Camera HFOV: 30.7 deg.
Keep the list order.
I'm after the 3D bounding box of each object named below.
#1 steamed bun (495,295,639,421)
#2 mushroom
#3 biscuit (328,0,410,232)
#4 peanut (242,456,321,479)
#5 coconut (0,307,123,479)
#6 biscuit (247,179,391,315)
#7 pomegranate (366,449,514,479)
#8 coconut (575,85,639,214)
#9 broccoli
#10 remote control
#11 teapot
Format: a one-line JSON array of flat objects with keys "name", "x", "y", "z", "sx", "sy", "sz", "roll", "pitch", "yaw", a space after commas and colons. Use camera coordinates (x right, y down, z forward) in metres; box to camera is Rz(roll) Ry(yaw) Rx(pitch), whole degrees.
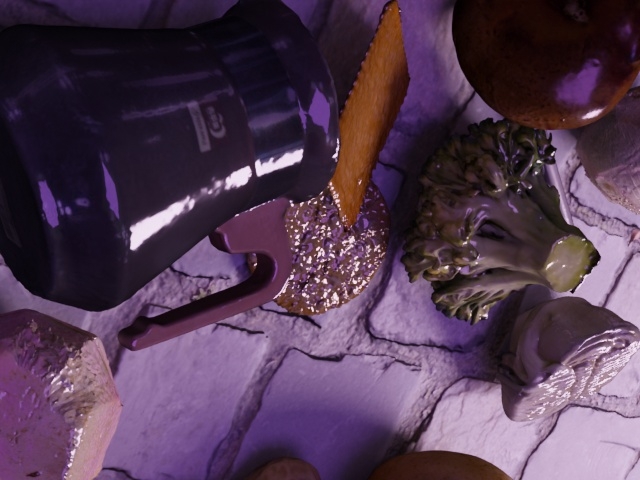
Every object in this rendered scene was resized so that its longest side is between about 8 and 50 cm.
[{"name": "steamed bun", "x": 0.356, "y": 0.164, "z": 1.768, "sx": 0.211, "sy": 0.144, "sz": 0.218, "roll": -20, "pitch": 152, "yaw": -11}, {"name": "mushroom", "x": 0.293, "y": -0.262, "z": 1.495, "sx": 0.267, "sy": 0.267, "sz": 0.254, "roll": -18, "pitch": 151, "yaw": -21}, {"name": "biscuit", "x": 0.058, "y": -0.146, "z": 1.402, "sx": 0.237, "sy": 0.013, "sz": 0.232, "roll": 65, "pitch": 46, "yaw": -68}, {"name": "peanut", "x": -0.129, "y": 0.400, "z": 1.623, "sx": 0.298, "sy": 0.120, "sz": 0.136, "roll": -27, "pitch": 129, "yaw": -19}, {"name": "coconut", "x": -0.338, "y": 0.191, "z": 1.331, "sx": 0.233, "sy": 0.245, "sz": 0.233, "roll": 0, "pitch": 95, "yaw": -1}, {"name": "biscuit", "x": -0.001, "y": 0.000, "z": 1.550, "sx": 0.220, "sy": 0.033, "sz": 0.220, "roll": -12, "pitch": 117, "yaw": -24}, {"name": "pomegranate", "x": 0.188, "y": 0.461, "z": 1.707, "sx": 0.319, "sy": 0.319, "sz": 0.319, "roll": -13, "pitch": 119, "yaw": -24}, {"name": "coconut", "x": 0.458, "y": -0.133, "z": 1.652, "sx": 0.194, "sy": 0.194, "sz": 0.194, "roll": -13, "pitch": 119, "yaw": -24}, {"name": "broccoli", "x": 0.238, "y": -0.006, "z": 1.547, "sx": 0.248, "sy": 0.245, "sz": 0.288, "roll": -41, "pitch": 132, "yaw": -11}, {"name": "remote control", "x": 0.310, "y": -0.101, "z": 1.652, "sx": 0.029, "sy": 0.067, "sz": 0.261, "roll": -35, "pitch": 126, "yaw": -15}, {"name": "teapot", "x": -0.168, "y": -0.076, "z": 1.258, "sx": 0.362, "sy": 0.305, "sz": 0.376, "roll": -22, "pitch": 114, "yaw": -27}]
